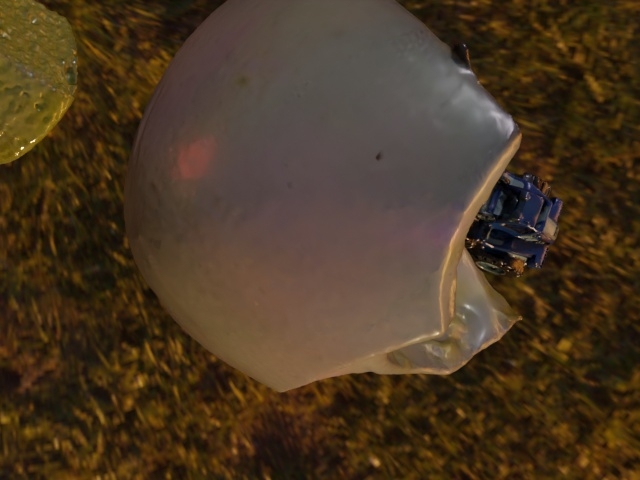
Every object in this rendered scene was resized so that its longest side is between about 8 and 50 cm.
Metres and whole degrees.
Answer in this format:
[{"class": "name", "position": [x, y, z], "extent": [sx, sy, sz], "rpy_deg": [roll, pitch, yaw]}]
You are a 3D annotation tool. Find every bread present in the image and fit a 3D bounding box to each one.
[{"class": "bread", "position": [-0.248, -0.126, 1.082], "extent": [0.111, 0.129, 0.114], "rpy_deg": [-37, 130, 18]}]

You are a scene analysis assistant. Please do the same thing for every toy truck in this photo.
[{"class": "toy truck", "position": [0.167, -0.045, 1.587], "extent": [0.208, 0.126, 0.113], "rpy_deg": [26, 78, -26]}]

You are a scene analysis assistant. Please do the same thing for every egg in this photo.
[{"class": "egg", "position": [-0.012, -0.012, 0.735], "extent": [0.161, 0.271, 0.206], "rpy_deg": [-39, 77, -11]}]
